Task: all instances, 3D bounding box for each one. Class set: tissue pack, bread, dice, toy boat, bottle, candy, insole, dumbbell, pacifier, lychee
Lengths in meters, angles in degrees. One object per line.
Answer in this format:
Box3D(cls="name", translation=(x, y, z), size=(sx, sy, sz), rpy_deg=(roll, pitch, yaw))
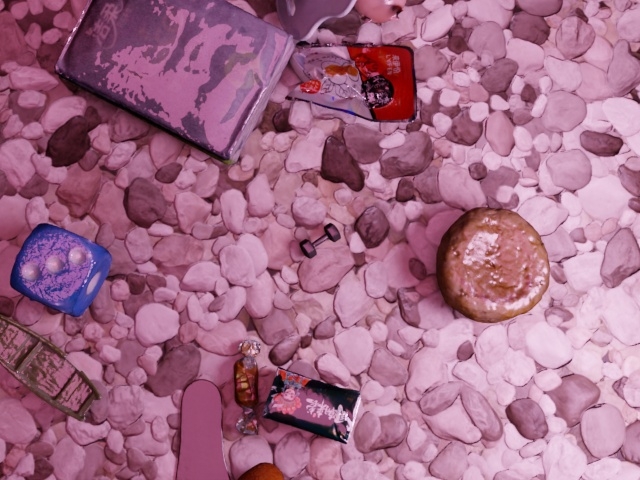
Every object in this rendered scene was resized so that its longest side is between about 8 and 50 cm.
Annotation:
Box3D(cls="tissue pack", translation=(-0.016, 0.310, 1.551), size=(0.170, 0.090, 0.103), rpy_deg=(17, 77, 0))
Box3D(cls="bread", translation=(0.331, 0.052, 1.599), size=(0.230, 0.123, 0.230), rpy_deg=(2, 75, -6))
Box3D(cls="dice", translation=(-0.489, 0.057, 1.553), size=(0.146, 0.143, 0.146), rpy_deg=(23, 78, -2))
Box3D(cls="toy boat", translation=(-0.540, 0.230, 1.562), size=(0.293, 0.055, 0.093), rpy_deg=(37, 81, 4))
Box3D(cls="bottle", translation=(0.111, -0.559, 1.691), size=(0.147, 0.147, 0.237), rpy_deg=(-9, 83, -4))
Box3D(cls="candy", translation=(-0.140, 0.280, 1.574), size=(0.053, 0.046, 0.182), rpy_deg=(0, 77, -4))
Box3D(cls="insole", translation=(-0.223, 0.429, 1.563), size=(0.111, 0.007, 0.328), rpy_deg=(-3, 80, -4))
Box3D(cls="tissue pack", translation=(-0.286, -0.362, 1.640), size=(0.394, 0.124, 0.288), rpy_deg=(28, 87, 2))
Box3D(cls="dumbbell", translation=(0.000, 0.000, 1.637), size=(0.083, 0.036, 0.040), rpy_deg=(-34, 81, -8))
Box3D(cls="pacifier", translation=(-0.039, -0.528, 1.600), size=(0.225, 0.287, 0.238), rpy_deg=(-5, 86, -40))
Box3D(cls="lychee", translation=(-0.119, 0.476, 1.510), size=(0.114, 0.101, 0.140), rpy_deg=(27, 79, -7))

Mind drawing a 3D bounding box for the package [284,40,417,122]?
Box3D(cls="package", translation=(0.062, -0.329, 1.689), size=(0.269, 0.071, 0.194), rpy_deg=(4, 73, -9))
